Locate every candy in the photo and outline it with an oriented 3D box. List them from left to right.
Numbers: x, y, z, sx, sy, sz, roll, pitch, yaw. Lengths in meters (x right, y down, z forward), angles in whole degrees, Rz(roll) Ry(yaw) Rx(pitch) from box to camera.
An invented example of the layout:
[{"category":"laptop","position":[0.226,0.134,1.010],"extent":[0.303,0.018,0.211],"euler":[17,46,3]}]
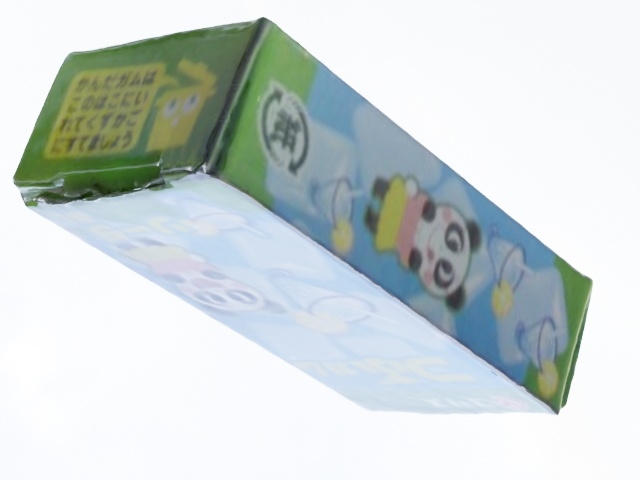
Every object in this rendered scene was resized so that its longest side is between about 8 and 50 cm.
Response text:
[{"category":"candy","position":[0.000,0.000,0.628],"extent":[0.194,0.097,0.062],"euler":[35,-118,-40]}]
